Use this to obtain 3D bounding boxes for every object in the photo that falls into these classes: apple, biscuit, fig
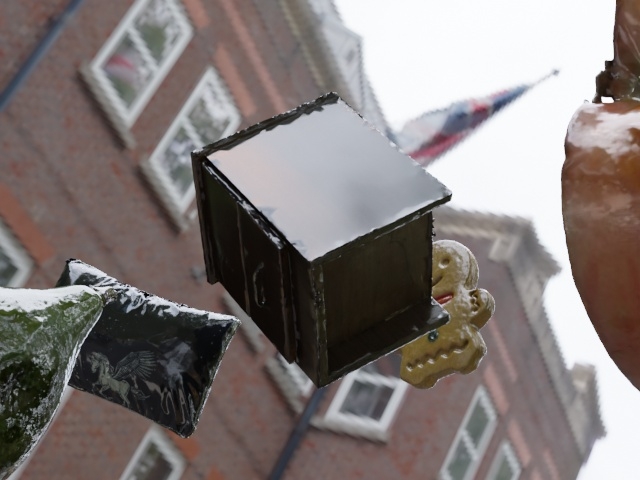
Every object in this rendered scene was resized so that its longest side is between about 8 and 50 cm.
[{"bbox_3d":[0.273,-0.049,0.758,0.163,0.293,0.251,-6,-26,44],"label":"apple"},{"bbox_3d":[0.152,0.086,1.827,0.166,0.225,0.036,-24,-43,31],"label":"biscuit"},{"bbox_3d":[-0.192,0.068,0.815,0.117,0.177,0.117,29,-33,21],"label":"fig"}]

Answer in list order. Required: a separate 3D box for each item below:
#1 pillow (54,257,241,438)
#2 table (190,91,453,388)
[{"bbox_3d":[-0.203,0.112,1.469,0.208,0.141,0.055,18,-18,14],"label":"pillow"},{"bbox_3d":[0.000,0.000,1.310,0.193,0.172,0.169,45,-29,39],"label":"table"}]
